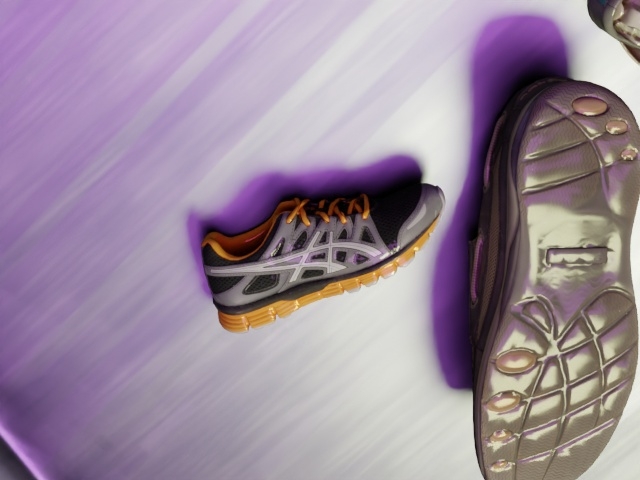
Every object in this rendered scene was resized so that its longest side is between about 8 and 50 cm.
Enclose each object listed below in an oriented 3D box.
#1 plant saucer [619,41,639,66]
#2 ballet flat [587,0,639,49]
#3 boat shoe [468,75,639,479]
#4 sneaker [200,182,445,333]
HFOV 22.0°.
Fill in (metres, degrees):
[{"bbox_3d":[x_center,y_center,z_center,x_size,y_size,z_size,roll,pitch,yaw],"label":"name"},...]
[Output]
[{"bbox_3d":[0.308,-0.206,1.316,0.168,0.029,0.168,-2,113,-6],"label":"plant saucer"},{"bbox_3d":[0.309,-0.155,1.285,0.213,0.068,0.072,15,111,-12],"label":"ballet flat"},{"bbox_3d":[0.187,0.036,1.354,0.132,0.130,0.355,5,107,-11],"label":"boat shoe"},{"bbox_3d":[0.000,0.000,1.345,0.215,0.084,0.083,-25,108,6],"label":"sneaker"}]
